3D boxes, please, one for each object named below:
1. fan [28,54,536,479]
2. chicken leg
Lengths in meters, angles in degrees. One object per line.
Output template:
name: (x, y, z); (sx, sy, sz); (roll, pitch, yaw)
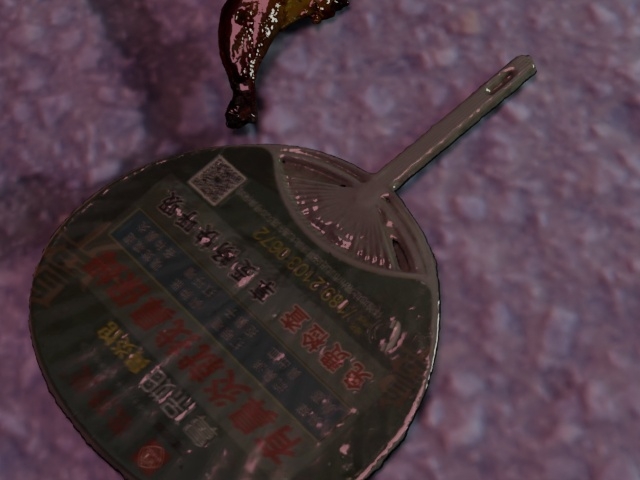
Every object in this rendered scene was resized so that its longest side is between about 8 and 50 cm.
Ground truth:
fan: (-0.033, 0.002, 0.697); (0.223, 0.012, 0.294); (12, 62, 19)
chicken leg: (-0.027, -0.127, 0.766); (0.062, 0.037, 0.145); (30, 66, 12)
